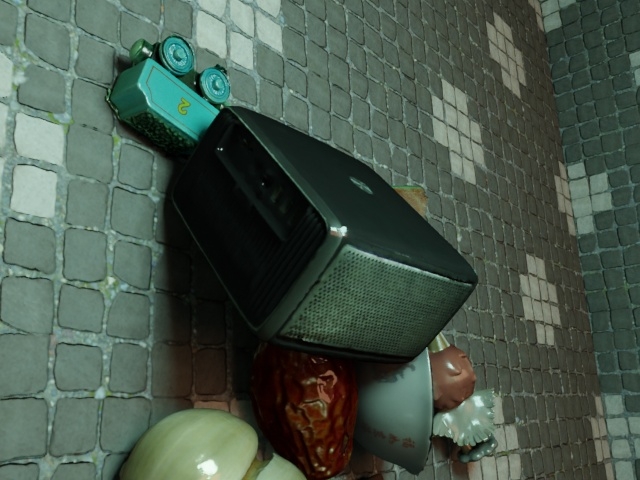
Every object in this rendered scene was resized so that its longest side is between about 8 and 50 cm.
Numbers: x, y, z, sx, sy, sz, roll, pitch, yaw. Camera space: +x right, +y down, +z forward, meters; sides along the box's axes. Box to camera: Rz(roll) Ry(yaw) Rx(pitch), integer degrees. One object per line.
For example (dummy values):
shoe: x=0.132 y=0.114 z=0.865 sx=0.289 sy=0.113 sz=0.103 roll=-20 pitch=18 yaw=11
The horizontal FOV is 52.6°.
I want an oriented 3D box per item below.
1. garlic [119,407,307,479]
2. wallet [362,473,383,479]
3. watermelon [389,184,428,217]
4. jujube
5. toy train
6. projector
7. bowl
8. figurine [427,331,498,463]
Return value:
garlic: x=-0.147 y=0.401 z=0.983 sx=0.313 sy=0.286 sz=0.250 roll=-29 pitch=145 yaw=-45
wallet: x=0.084 y=0.554 z=1.321 sx=0.152 sy=0.038 sz=0.118 roll=-2 pitch=78 yaw=-48
watermelon: x=0.164 y=-0.070 z=1.595 sx=0.146 sy=0.128 sz=0.231 roll=33 pitch=34 yaw=-6
jujube: x=-0.022 y=0.281 z=1.160 sx=0.197 sy=0.197 sz=0.291 roll=-21 pitch=105 yaw=-52
toy train: x=-0.252 y=-0.245 z=1.118 sx=0.203 sy=0.112 sz=0.163 roll=33 pitch=59 yaw=-37
projector: x=0.000 y=0.000 z=1.106 sx=0.405 sy=0.242 sz=0.395 roll=17 pitch=26 yaw=-46
bowl: x=0.108 y=0.291 z=1.301 sx=0.157 sy=0.345 sz=0.346 roll=0 pitch=73 yaw=-6
figurine: x=0.313 y=0.362 z=1.594 sx=0.207 sy=0.166 sz=0.387 roll=-28 pitch=98 yaw=-7
